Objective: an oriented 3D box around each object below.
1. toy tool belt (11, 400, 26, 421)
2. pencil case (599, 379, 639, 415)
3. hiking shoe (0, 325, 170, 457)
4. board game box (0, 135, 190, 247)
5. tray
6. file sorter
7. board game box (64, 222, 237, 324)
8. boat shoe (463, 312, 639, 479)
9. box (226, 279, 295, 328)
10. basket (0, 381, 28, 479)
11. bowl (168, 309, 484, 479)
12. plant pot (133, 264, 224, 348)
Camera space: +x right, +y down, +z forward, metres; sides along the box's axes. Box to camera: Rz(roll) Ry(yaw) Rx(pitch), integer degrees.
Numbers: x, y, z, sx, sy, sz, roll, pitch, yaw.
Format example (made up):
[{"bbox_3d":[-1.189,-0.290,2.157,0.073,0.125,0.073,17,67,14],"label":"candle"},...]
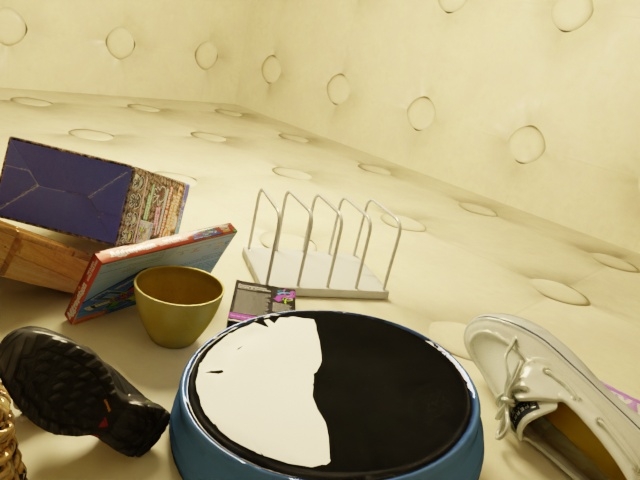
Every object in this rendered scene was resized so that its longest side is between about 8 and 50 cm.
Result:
[{"bbox_3d":[-0.332,0.187,0.657,0.051,0.052,0.083,16,19,34],"label":"toy tool belt"},{"bbox_3d":[0.462,0.269,0.861,0.206,0.088,0.086,25,21,33],"label":"pencil case"},{"bbox_3d":[-0.267,0.160,0.608,0.114,0.226,0.086,15,59,37],"label":"hiking shoe"},{"bbox_3d":[-0.417,-0.081,1.079,0.232,0.140,0.291,14,1,4],"label":"board game box"},{"bbox_3d":[-0.590,-0.023,0.909,0.411,0.076,0.203,17,-10,15],"label":"tray"},{"bbox_3d":[0.000,0.000,1.189,0.278,0.172,0.193,4,21,-21],"label":"file sorter"},{"bbox_3d":[-0.271,0.048,0.939,0.027,0.145,0.281,47,31,17],"label":"board game box"},{"bbox_3d":[0.310,0.240,0.813,0.157,0.135,0.367,-5,36,-33],"label":"boat shoe"},{"bbox_3d":[-0.102,0.123,1.004,0.116,0.029,0.162,11,21,-6],"label":"box"},{"bbox_3d":[-0.408,0.130,0.457,0.300,0.222,0.213,19,36,19],"label":"basket"},{"bbox_3d":[0.010,0.201,0.712,0.392,0.077,0.391,3,20,-1],"label":"bowl"},{"bbox_3d":[-0.222,0.109,0.869,0.135,0.095,0.134,11,19,-4],"label":"plant pot"}]
